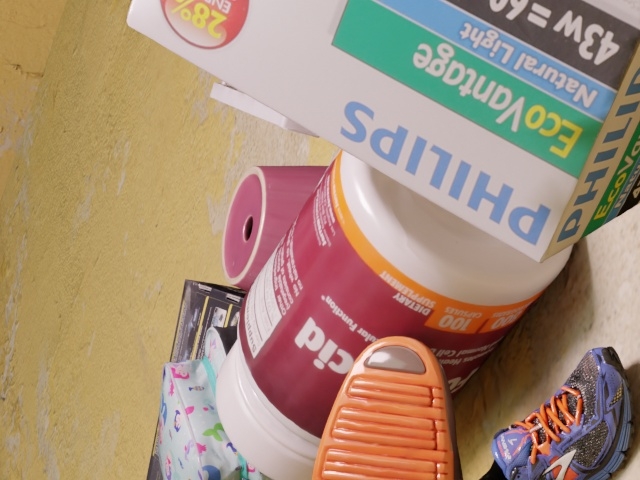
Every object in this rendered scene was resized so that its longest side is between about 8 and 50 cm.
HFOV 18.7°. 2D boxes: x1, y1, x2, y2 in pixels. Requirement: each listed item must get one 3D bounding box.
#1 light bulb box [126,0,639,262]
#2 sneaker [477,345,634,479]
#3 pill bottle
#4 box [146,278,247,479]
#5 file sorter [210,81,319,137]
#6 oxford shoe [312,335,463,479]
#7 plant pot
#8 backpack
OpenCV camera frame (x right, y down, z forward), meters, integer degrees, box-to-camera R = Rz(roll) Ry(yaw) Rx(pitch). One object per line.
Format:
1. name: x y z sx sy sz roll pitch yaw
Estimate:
1. light bulb box: 0.125 -0.199 1.377 0.361 0.358 0.225 -26 -38 -57
2. sneaker: 0.188 0.173 1.599 0.083 0.087 0.221 -105 32 -49
3. pill bottle: 0.054 0.062 1.822 0.392 0.224 0.224 123 150 -46
4. box: -0.125 0.258 2.384 0.318 0.097 0.395 -170 91 -68
5. file sorter: 0.028 -0.196 2.079 0.277 0.192 0.173 -152 76 -69
6. oxford shoe: 0.077 0.256 1.712 0.130 0.132 0.364 8 102 30
7. plant pot: 0.000 0.000 2.062 0.201 0.180 0.201 -168 90 -70
8. backpack: -0.075 0.241 2.098 0.225 0.191 0.253 -113 16 -45
